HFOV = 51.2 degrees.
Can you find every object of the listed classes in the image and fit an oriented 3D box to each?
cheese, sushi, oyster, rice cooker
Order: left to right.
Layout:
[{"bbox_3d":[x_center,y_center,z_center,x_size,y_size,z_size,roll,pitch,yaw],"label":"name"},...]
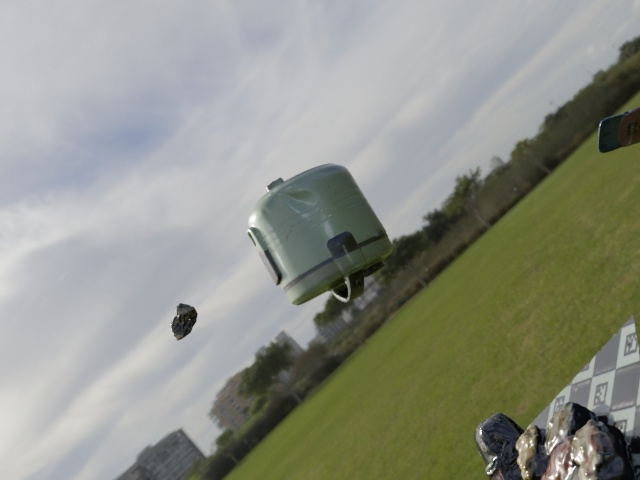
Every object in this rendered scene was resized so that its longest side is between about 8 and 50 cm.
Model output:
[{"bbox_3d":[-0.308,0.184,1.496,0.019,0.054,0.083,75,-147,-85],"label":"oyster"},{"bbox_3d":[0.000,0.000,1.200,0.226,0.244,0.226,-32,-6,-4],"label":"rice cooker"},{"bbox_3d":[0.308,0.269,0.849,0.292,0.059,0.293,-70,0,-50],"label":"sushi"},{"bbox_3d":[0.674,-0.239,1.277,0.286,0.074,0.188,-16,-42,6],"label":"cheese"}]

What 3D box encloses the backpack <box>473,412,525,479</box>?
[{"bbox_3d":[0.355,0.413,1.259,0.106,0.165,0.120,-29,-37,-14],"label":"backpack"}]
